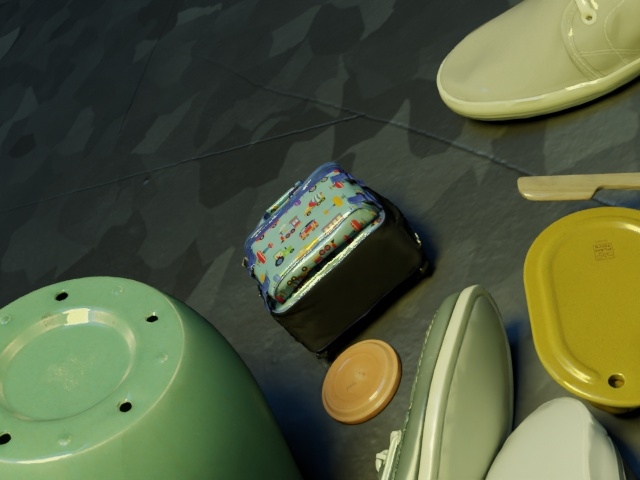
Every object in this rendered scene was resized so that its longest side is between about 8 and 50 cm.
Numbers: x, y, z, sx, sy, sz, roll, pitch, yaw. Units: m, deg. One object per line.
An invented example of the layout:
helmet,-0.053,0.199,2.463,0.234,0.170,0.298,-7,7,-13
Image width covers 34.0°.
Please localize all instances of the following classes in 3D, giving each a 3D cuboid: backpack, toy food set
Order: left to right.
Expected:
backpack,0.000,0.000,1.014,0.158,0.117,0.173,-41,34,7
toy food set,0.223,0.047,0.800,0.128,0.071,0.218,-7,50,10

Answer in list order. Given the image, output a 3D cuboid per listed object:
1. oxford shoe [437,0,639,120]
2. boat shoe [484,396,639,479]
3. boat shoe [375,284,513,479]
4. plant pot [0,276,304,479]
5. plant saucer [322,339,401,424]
oxford shoe,0.291,-0.240,0.938,0.449,0.130,0.169,-20,46,33
boat shoe,0.180,0.198,0.653,0.108,0.102,0.301,-47,10,8
boat shoe,0.070,0.178,0.781,0.099,0.116,0.320,-7,57,36
plant pot,-0.168,0.172,0.831,0.292,0.235,0.293,-6,40,5
plant saucer,0.035,0.126,0.947,0.083,0.013,0.084,-27,41,26
